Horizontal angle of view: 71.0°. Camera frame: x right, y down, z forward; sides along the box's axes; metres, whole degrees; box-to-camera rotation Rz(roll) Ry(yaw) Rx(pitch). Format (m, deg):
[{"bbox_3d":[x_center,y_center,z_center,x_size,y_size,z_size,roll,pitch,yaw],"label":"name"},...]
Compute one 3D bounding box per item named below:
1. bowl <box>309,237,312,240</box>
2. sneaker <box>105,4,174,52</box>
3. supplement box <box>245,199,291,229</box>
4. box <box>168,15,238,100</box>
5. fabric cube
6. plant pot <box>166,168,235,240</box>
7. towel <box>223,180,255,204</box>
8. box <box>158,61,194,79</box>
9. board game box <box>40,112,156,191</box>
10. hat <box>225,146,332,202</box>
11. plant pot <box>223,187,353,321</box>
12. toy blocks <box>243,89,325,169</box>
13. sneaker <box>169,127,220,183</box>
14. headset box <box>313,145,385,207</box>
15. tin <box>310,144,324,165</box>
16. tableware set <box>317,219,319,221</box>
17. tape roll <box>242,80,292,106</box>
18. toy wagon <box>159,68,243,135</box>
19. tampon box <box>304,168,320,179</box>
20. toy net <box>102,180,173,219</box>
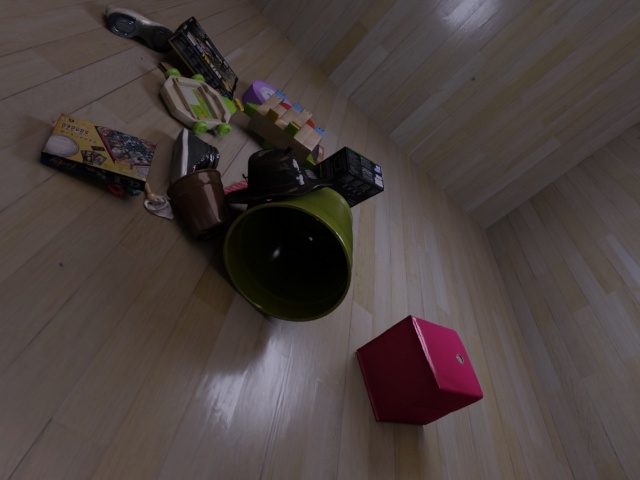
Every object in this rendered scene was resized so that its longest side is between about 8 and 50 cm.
[{"bbox_3d":[0.000,0.000,1.743,0.170,0.080,0.170,34,31,-24],"label":"bowl"},{"bbox_3d":[-0.704,-0.853,1.781,0.297,0.111,0.129,7,44,-53],"label":"sneaker"},{"bbox_3d":[-0.164,-0.079,1.562,0.188,0.104,0.081,17,-2,-45],"label":"supplement box"},{"bbox_3d":[-0.481,-0.756,1.896,0.322,0.079,0.257,52,22,-34],"label":"box"},{"bbox_3d":[0.321,0.432,1.474,0.258,0.259,0.254,24,38,-38],"label":"fabric cube"},{"bbox_3d":[-0.338,-0.097,1.318,0.167,0.167,0.165,-12,72,-58],"label":"plant pot"},{"bbox_3d":[-0.247,-0.166,1.513,0.275,0.199,0.031,-39,130,-62],"label":"towel"},{"bbox_3d":[-0.548,-0.666,1.853,0.164,0.021,0.201,49,28,-1],"label":"box"},{"bbox_3d":[-0.575,-0.232,1.185,0.243,0.042,0.165,16,45,-23],"label":"board game box"},{"bbox_3d":[-0.128,-0.202,1.305,0.331,0.332,0.133,-34,119,-62],"label":"hat"},{"bbox_3d":[-0.048,-0.003,1.369,0.366,0.366,0.353,45,29,-7],"label":"plant pot"},{"bbox_3d":[-0.133,-0.511,1.999,0.381,0.190,0.261,36,43,-6],"label":"toy blocks"},{"bbox_3d":[-0.400,-0.251,1.461,0.147,0.104,0.295,24,32,-30],"label":"sneaker"},{"bbox_3d":[0.095,-0.257,1.997,0.246,0.283,0.131,20,55,-41],"label":"headset box"},{"bbox_3d":[-0.026,-0.394,2.160,0.040,0.106,0.189,35,31,-23],"label":"tin"},{"bbox_3d":[0.038,-0.054,1.709,0.194,0.039,0.128,52,21,-19],"label":"tableware set"},{"bbox_3d":[-0.243,-0.645,2.185,0.275,0.090,0.274,35,30,-24],"label":"tape roll"},{"bbox_3d":[-0.446,-0.526,1.745,0.344,0.068,0.267,-13,70,-54],"label":"toy wagon"},{"bbox_3d":[-0.054,-0.203,1.872,0.161,0.120,0.101,55,28,11],"label":"tampon box"},{"bbox_3d":[-0.502,-0.141,1.247,0.232,0.045,0.122,42,29,-13],"label":"toy net"}]
